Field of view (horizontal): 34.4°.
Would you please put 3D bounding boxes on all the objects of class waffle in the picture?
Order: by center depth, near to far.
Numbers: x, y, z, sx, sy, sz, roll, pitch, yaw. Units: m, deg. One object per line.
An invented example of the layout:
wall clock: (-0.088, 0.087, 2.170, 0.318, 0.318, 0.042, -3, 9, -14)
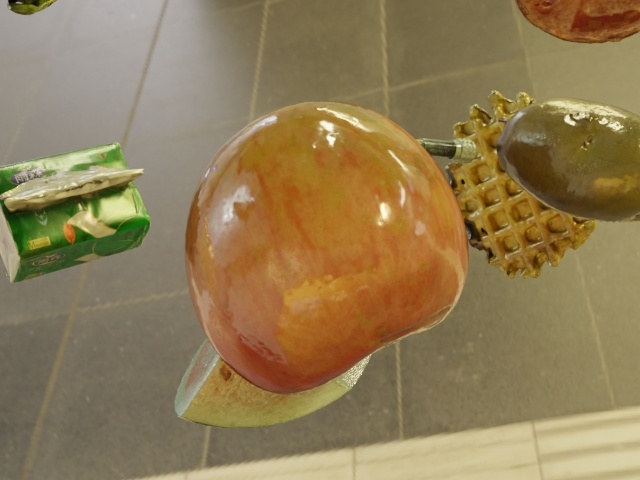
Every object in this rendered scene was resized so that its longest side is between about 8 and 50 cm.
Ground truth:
waffle: (0.347, -0.099, 1.823, 0.312, 0.307, 0.060, 40, 25, 22)

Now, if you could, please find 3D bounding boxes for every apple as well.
apple: (0.000, 0.000, 1.307, 0.363, 0.364, 0.364, -11, 39, 9)

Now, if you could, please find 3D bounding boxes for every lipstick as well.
lipstick: (0.174, -0.135, 1.513, 0.116, 0.037, 0.037, 2, 27, -31)

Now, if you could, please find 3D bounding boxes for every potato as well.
potato: (0.338, -0.105, 1.329, 0.251, 0.174, 0.159, 27, 81, 20)

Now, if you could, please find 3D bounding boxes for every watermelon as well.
watermelon: (-0.113, 0.155, 1.509, 0.319, 0.214, 0.289, 26, 42, 35)

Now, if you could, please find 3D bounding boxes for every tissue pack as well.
tissue pack: (-0.367, -0.055, 1.505, 0.209, 0.156, 0.148, -17, 71, -29)

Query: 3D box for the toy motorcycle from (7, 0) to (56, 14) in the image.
toy motorcycle: (-0.356, -0.377, 1.168, 0.142, 0.206, 0.342, -12, -4, 4)

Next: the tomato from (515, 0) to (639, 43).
tomato: (0.274, -0.316, 1.012, 0.236, 0.237, 0.095, -11, 39, 9)
